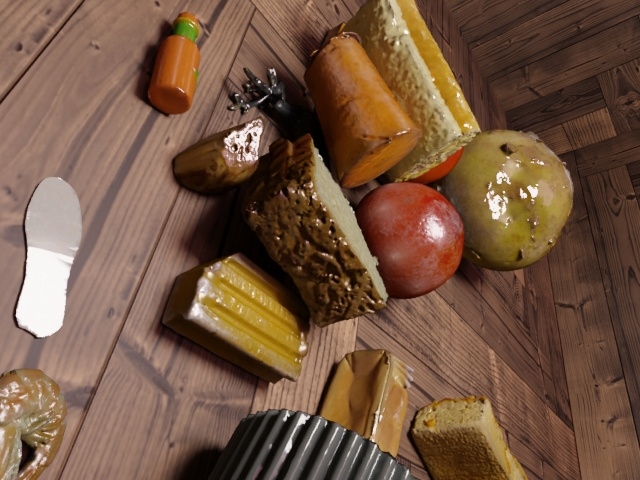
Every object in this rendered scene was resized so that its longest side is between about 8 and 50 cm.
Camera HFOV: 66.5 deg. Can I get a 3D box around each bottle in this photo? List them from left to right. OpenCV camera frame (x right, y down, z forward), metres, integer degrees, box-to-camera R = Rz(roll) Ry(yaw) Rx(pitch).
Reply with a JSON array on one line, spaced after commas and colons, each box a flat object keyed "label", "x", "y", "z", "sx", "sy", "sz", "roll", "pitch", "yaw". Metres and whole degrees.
[{"label": "bottle", "x": -0.228, "y": -0.294, "z": 0.787, "sx": 0.069, "sy": 0.069, "sz": 0.187, "roll": 30, "pitch": 52, "yaw": -44}]

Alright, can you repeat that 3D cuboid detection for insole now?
[{"label": "insole", "x": -0.317, "y": 0.016, "z": 0.574, "sx": 0.065, "sy": 0.004, "sz": 0.197, "roll": 20, "pitch": 59, "yaw": -49}]

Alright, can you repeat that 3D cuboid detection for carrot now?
[{"label": "carrot", "x": 0.061, "y": -0.257, "z": 0.971, "sx": 0.196, "sy": 0.196, "sz": 0.254, "roll": -11, "pitch": 69, "yaw": -56}]

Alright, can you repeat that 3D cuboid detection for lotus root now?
[{"label": "lotus root", "x": -0.149, "y": -0.132, "z": 0.790, "sx": 0.159, "sy": 0.135, "sz": 0.095, "roll": -49, "pitch": 117, "yaw": -37}]

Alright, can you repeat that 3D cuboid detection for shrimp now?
[{"label": "shrimp", "x": -0.306, "y": 0.216, "z": 0.476, "sx": 0.099, "sy": 0.041, "sz": 0.180, "roll": 50, "pitch": 36, "yaw": -52}]

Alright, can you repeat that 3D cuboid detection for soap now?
[{"label": "soap", "x": -0.114, "y": 0.113, "z": 0.751, "sx": 0.232, "sy": 0.073, "sz": 0.140, "roll": 41, "pitch": 43, "yaw": -36}]

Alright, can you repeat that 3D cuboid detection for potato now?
[{"label": "potato", "x": 0.529, "y": -0.118, "z": 1.502, "sx": 0.319, "sy": 0.385, "sz": 0.442, "roll": -14, "pitch": 74, "yaw": -41}]

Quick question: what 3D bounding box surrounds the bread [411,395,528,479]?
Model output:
[{"label": "bread", "x": 0.342, "y": 0.495, "z": 1.121, "sx": 0.274, "sy": 0.185, "sz": 0.114, "roll": 61, "pitch": 30, "yaw": -15}]

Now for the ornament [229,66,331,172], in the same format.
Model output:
[{"label": "ornament", "x": -0.077, "y": -0.230, "z": 0.963, "sx": 0.236, "sy": 0.080, "sz": 0.202, "roll": 28, "pitch": 50, "yaw": -49}]

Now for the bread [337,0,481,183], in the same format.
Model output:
[{"label": "bread", "x": 0.169, "y": -0.337, "z": 1.096, "sx": 0.165, "sy": 0.237, "sz": 0.375, "roll": -17, "pitch": 80, "yaw": -39}]

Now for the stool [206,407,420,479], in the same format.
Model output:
[{"label": "stool", "x": -0.053, "y": 0.410, "z": 0.528, "sx": 0.297, "sy": 0.297, "sz": 0.330, "roll": 58, "pitch": 41, "yaw": -20}]

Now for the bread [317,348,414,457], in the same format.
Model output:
[{"label": "bread", "x": 0.075, "y": 0.317, "z": 0.867, "sx": 0.107, "sy": 0.136, "sz": 0.241, "roll": 54, "pitch": 38, "yaw": -28}]

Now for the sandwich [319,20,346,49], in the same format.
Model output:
[{"label": "sandwich", "x": 0.039, "y": -0.467, "z": 1.250, "sx": 0.162, "sy": 0.058, "sz": 0.192, "roll": -22, "pitch": 96, "yaw": -55}]

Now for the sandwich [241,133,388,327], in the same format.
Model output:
[{"label": "sandwich", "x": 0.000, "y": 0.000, "z": 0.842, "sx": 0.325, "sy": 0.131, "sz": 0.262, "roll": 58, "pitch": 12, "yaw": -26}]

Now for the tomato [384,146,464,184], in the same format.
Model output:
[{"label": "tomato", "x": 0.252, "y": -0.272, "z": 1.294, "sx": 0.224, "sy": 0.256, "sz": 0.255, "roll": 61, "pitch": 17, "yaw": -79}]

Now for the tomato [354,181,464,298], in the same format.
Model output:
[{"label": "tomato", "x": 0.195, "y": -0.005, "z": 1.089, "sx": 0.265, "sy": 0.265, "sz": 0.264, "roll": 28, "pitch": 53, "yaw": -46}]
